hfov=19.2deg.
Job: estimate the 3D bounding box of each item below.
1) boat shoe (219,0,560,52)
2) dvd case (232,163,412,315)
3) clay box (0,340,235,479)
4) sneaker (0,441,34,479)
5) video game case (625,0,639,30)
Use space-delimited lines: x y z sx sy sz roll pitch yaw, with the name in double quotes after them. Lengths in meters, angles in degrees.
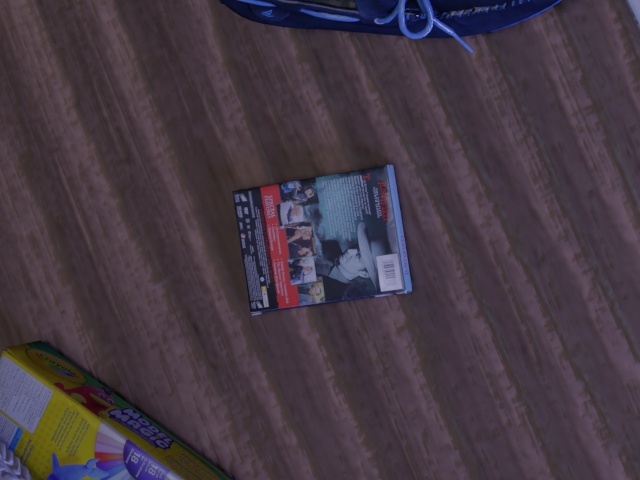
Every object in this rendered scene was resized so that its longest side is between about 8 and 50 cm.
0.040 -0.166 1.197 0.258 0.089 0.109 -7 90 26 "boat shoe"
0.000 0.000 1.272 0.119 0.013 0.087 -9 90 28 "dvd case"
-0.155 0.184 1.339 0.222 0.053 0.127 33 109 19 "clay box"
-0.242 0.234 1.306 0.235 0.094 0.153 36 103 8 "sneaker"
0.250 -0.281 1.101 0.244 0.061 0.270 -28 82 27 "video game case"
